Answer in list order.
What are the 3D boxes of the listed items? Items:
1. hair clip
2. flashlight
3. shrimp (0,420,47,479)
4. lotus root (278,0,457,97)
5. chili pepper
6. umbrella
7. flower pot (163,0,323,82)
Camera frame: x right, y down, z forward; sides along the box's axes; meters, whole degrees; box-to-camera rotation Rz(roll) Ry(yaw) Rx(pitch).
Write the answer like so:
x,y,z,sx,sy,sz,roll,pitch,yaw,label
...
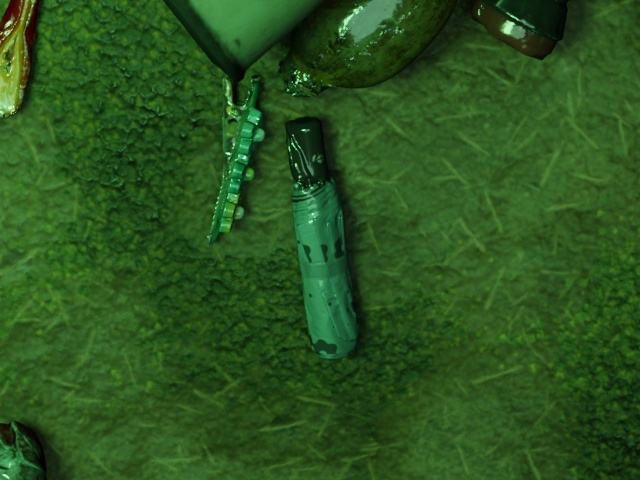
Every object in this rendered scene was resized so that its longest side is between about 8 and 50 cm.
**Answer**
x,y,z,sx,sy,sz,roll,pitch,yaw,label
-0.081,-0.074,1.829,0.049,0.049,0.173,7,108,-9,hair clip
0.228,-0.285,1.766,0.093,0.093,0.232,26,105,-15,flashlight
-0.383,0.363,1.829,0.410,0.166,0.221,-53,137,-6,shrimp
0.043,-0.207,1.760,0.209,0.120,0.120,-42,110,9,lotus root
-0.284,-0.187,1.771,0.045,0.027,0.178,11,109,-15,chili pepper
0.002,0.000,1.862,0.053,0.052,0.250,-7,112,-3,umbrella
-0.037,-0.341,1.611,0.330,0.293,0.293,-37,110,2,flower pot
